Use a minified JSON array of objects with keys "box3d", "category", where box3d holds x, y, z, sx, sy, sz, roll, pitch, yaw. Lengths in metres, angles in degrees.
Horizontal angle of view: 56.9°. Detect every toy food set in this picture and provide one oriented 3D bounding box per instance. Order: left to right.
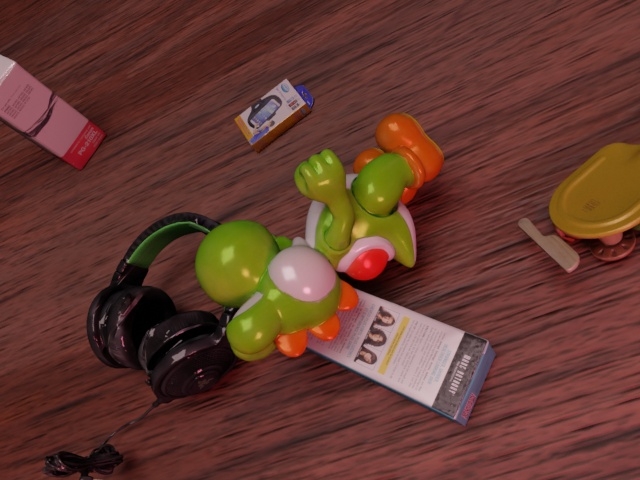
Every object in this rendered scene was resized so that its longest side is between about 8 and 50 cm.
[{"box3d":[0.357,-0.038,0.717,0.218,0.071,0.128,-40,31,1],"category":"toy food set"}]

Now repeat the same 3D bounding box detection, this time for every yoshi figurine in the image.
[{"box3d":[-0.019,-0.021,0.759,0.203,0.204,0.362,16,55,46],"category":"yoshi figurine"}]

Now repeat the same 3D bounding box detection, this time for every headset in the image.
[{"box3d":[-0.248,0.144,0.843,0.243,0.185,0.394,19,87,32],"category":"headset"}]

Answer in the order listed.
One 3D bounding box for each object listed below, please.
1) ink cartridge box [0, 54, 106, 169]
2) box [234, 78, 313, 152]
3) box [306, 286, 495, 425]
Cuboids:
[{"box3d":[-0.579,-0.261,1.173,0.172,0.237,0.100,26,79,33],"category":"ink cartridge box"},{"box3d":[-0.079,-0.225,1.040,0.136,0.028,0.081,-38,55,6],"category":"box"},{"box3d":[0.088,0.136,0.759,0.244,0.060,0.101,20,76,32],"category":"box"}]
